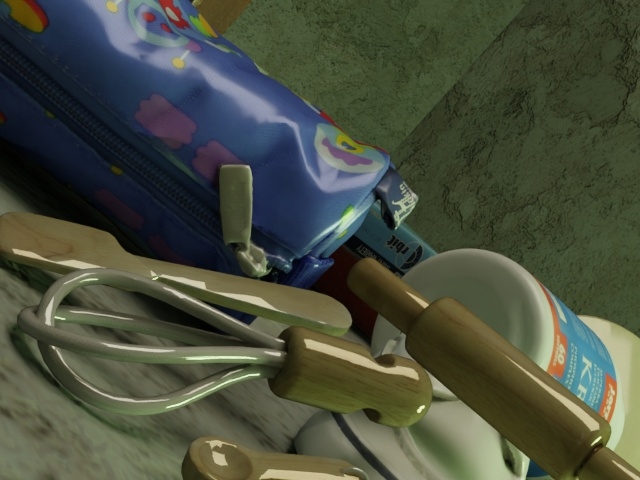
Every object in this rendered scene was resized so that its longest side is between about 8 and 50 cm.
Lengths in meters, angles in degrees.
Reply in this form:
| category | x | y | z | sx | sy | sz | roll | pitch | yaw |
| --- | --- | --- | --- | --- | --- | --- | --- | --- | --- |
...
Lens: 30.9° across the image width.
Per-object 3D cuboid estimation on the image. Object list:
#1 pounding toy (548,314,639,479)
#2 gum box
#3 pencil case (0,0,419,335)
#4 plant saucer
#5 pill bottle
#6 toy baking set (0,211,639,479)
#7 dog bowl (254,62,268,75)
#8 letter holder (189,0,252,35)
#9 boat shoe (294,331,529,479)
| category | x | y | z | sx | sy | sz | roll | pitch | yaw |
| --- | --- | --- | --- | --- | --- | --- | --- | --- | --- |
| pounding toy | 0.238 | 0.166 | 1.007 | 0.237 | 0.110 | 0.183 | -1 | 64 | -28 |
| gum box | 0.012 | -0.037 | 0.919 | 0.157 | 0.041 | 0.184 | 36 | 7 | -46 |
| pencil case | -0.105 | -0.081 | 0.521 | 0.306 | 0.119 | 0.133 | 41 | 14 | -11 |
| plant saucer | 0.000 | 0.000 | 1.019 | 0.259 | 0.048 | 0.258 | 42 | 5 | 4 |
| pill bottle | 0.136 | 0.097 | 0.803 | 0.124 | 0.124 | 0.221 | 46 | 8 | 37 |
| toy baking set | 0.010 | 0.052 | 0.393 | 0.196 | 0.030 | 0.256 | -4 | 38 | -50 |
| dog bowl | -0.206 | -0.219 | 0.972 | 0.349 | 0.102 | 0.349 | 42 | 5 | -5 |
| letter holder | -0.093 | -0.213 | 0.667 | 0.152 | 0.302 | 0.214 | 42 | 5 | -2 |
| boat shoe | 0.057 | 0.084 | 0.523 | 0.096 | 0.088 | 0.267 | 43 | 5 | 4 |
